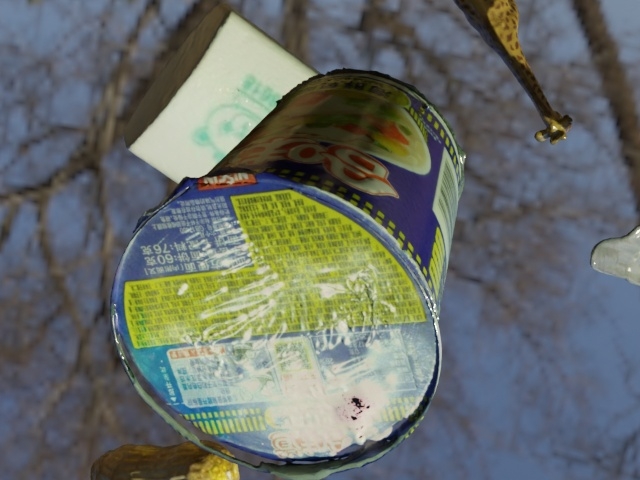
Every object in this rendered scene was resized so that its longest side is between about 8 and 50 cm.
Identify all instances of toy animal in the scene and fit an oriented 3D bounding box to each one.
[{"bbox_3d":[0.203,-0.234,2.124,0.149,0.054,0.275,23,-139,-54],"label":"toy animal"},{"bbox_3d":[0.376,-0.022,1.881,0.255,0.239,0.176,49,180,-34],"label":"toy animal"}]

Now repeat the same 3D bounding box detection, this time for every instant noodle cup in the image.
[{"bbox_3d":[0.000,0.000,1.641,0.284,0.284,0.312,15,-148,8],"label":"instant noodle cup"}]

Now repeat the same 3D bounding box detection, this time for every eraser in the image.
[{"bbox_3d":[-0.046,-0.102,2.088,0.290,0.189,0.104,34,-165,-22],"label":"eraser"}]

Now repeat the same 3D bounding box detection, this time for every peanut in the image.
[{"bbox_3d":[-0.185,0.278,2.251,0.206,0.087,0.087,-6,-172,33],"label":"peanut"}]
